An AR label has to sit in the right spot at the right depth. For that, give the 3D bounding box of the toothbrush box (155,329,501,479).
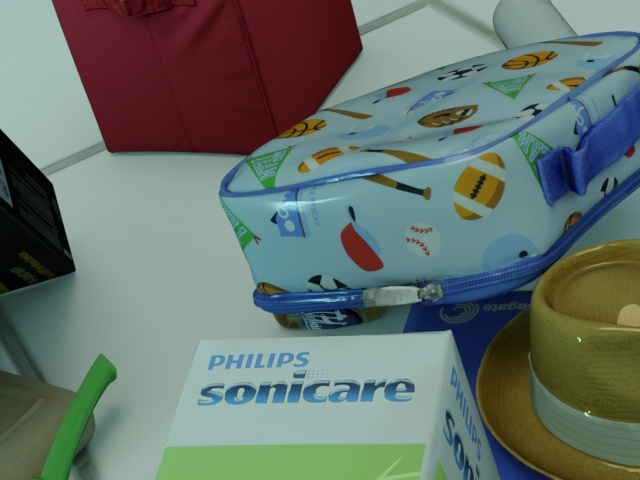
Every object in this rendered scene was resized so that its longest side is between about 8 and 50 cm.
[{"bbox_3d":[0.001,0.208,0.623,0.122,0.206,0.283,-4,44,18],"label":"toothbrush box"}]

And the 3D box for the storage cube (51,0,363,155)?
[{"bbox_3d":[-0.098,-0.199,1.338,0.183,0.193,0.215,2,38,27],"label":"storage cube"}]

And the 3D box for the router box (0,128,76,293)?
[{"bbox_3d":[-0.321,-0.004,1.075,0.243,0.081,0.309,-17,-11,0],"label":"router box"}]

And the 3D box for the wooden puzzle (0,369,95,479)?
[{"bbox_3d":[-0.300,0.157,1.035,0.238,0.044,0.221,15,44,33],"label":"wooden puzzle"}]

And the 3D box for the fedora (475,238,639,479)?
[{"bbox_3d":[0.174,0.055,0.859,0.194,0.079,0.194,-11,34,7],"label":"fedora"}]

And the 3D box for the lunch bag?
[{"bbox_3d":[0.094,-0.044,1.022,0.243,0.115,0.303,-6,19,36],"label":"lunch bag"}]

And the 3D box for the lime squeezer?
[{"bbox_3d":[-0.222,0.167,0.928,0.310,0.059,0.110,-29,68,-33],"label":"lime squeezer"}]

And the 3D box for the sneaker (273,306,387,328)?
[{"bbox_3d":[0.008,0.038,1.081,0.083,0.032,0.037,-3,35,19],"label":"sneaker"}]

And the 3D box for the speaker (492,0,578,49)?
[{"bbox_3d":[0.185,-0.159,1.281,0.055,0.055,0.136,-17,33,-2],"label":"speaker"}]

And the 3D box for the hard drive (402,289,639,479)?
[{"bbox_3d":[0.122,0.138,0.871,0.210,0.040,0.319,-3,35,20],"label":"hard drive"}]
